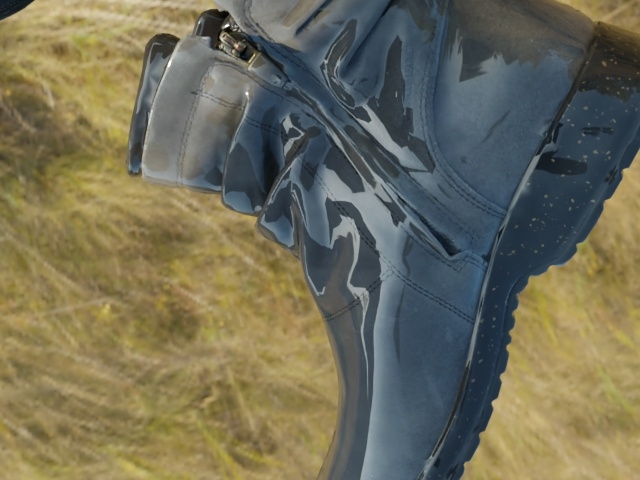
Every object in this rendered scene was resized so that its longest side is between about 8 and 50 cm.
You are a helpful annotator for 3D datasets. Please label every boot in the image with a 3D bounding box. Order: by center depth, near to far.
[{"bbox_3d":[0.000,0.000,0.599,0.222,0.118,0.338,23,109,-2],"label":"boot"}]

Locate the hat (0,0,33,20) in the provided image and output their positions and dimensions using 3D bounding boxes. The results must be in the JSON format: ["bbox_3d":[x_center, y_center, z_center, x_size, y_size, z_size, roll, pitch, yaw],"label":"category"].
[{"bbox_3d":[-0.367,-0.299,1.081,0.331,0.134,0.331,-13,133,-14],"label":"hat"}]
